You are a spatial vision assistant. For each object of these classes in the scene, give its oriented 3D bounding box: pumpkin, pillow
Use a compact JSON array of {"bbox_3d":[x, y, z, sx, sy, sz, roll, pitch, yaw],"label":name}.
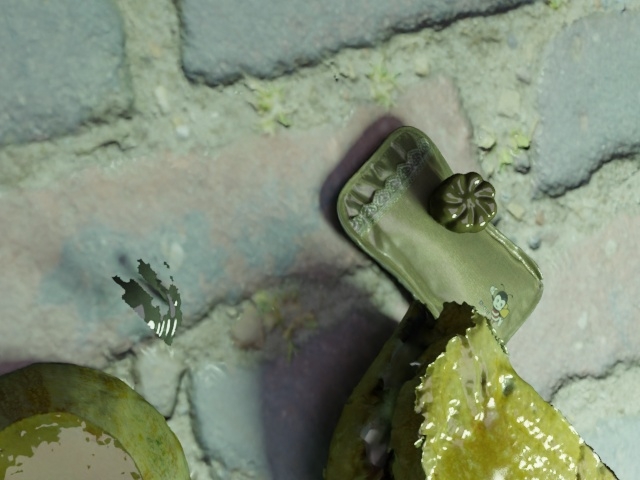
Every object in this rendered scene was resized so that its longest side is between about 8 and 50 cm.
[{"bbox_3d":[-0.177,0.194,0.993,0.217,0.110,0.217,3,83,-26],"label":"pumpkin"},{"bbox_3d":[0.108,0.008,1.235,0.217,0.033,0.130,50,62,-15],"label":"pillow"}]

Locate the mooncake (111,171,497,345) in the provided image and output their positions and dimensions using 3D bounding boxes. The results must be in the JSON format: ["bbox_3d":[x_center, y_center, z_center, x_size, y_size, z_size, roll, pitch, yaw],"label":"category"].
[{"bbox_3d":[-0.005,0.006,1.142,0.347,0.057,0.150,-36,84,-30],"label":"mooncake"}]

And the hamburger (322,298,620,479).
[{"bbox_3d":[0.122,0.216,1.155,0.211,0.132,0.309,-46,107,-28],"label":"hamburger"}]
